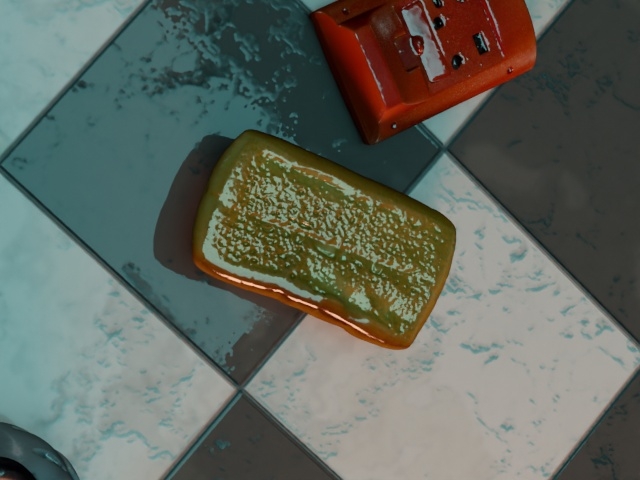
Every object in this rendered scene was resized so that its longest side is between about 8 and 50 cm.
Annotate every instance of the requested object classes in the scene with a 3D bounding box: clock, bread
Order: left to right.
[{"bbox_3d":[0.000,0.000,1.356,0.200,0.077,0.116,24,85,-16],"label":"bread"},{"bbox_3d":[0.086,-0.155,1.393,0.155,0.061,0.113,-27,99,-19],"label":"clock"}]

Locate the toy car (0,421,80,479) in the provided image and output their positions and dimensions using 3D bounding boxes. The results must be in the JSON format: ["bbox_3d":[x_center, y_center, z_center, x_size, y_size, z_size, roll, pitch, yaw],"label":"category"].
[{"bbox_3d":[-0.281,0.244,1.218,0.270,0.180,0.212,-18,106,-19],"label":"toy car"}]
